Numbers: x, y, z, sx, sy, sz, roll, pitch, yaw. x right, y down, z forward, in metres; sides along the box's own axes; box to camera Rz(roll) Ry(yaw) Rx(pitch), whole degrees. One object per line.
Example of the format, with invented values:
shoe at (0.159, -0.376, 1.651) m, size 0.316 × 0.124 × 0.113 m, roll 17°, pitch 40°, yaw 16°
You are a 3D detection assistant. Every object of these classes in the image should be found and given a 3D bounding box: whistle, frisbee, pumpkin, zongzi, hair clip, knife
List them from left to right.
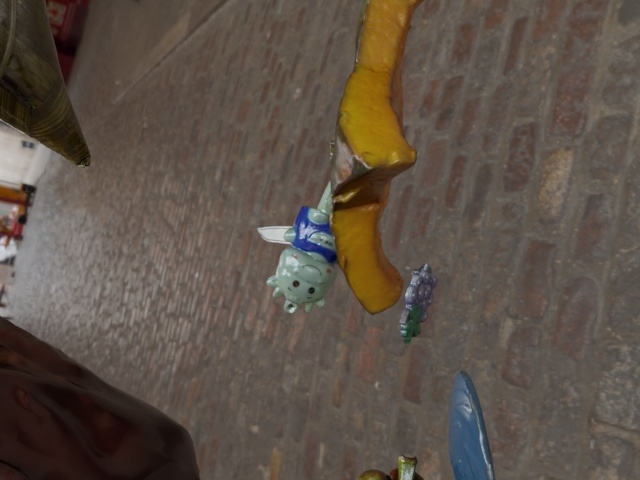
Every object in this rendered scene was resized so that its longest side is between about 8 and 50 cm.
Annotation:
zongzi at (-0.387, -0.271, 0.790) m, size 0.134 × 0.288 × 0.286 m, roll -12°, pitch 56°, yaw 31°
knife at (-0.055, -0.010, 1.474) m, size 0.256 × 0.022 × 0.046 m, roll 7°, pitch 90°, yaw 33°
whistle at (0.000, 0.000, 0.918) m, size 0.245 × 0.110 × 0.092 m, roll -65°, pitch 8°, yaw -2°
pumpkin at (0.061, -0.110, 0.600) m, size 0.258 × 0.095 × 0.290 m, roll 89°, pitch -170°, yaw -59°
hair clip at (0.214, 0.139, 1.363) m, size 0.052 × 0.124 × 0.196 m, roll 2°, pitch 61°, yaw 37°
frisbee at (0.244, 0.367, 1.002) m, size 0.289 × 0.049 × 0.290 m, roll -8°, pitch -90°, yaw -86°

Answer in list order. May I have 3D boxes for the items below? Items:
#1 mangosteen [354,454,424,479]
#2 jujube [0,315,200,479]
mangosteen at (0.165, 0.614, 1.289) m, size 0.275 × 0.274 × 0.303 m, roll 7°, pitch 86°, yaw 60°
jujube at (-0.239, 0.144, 0.330) m, size 0.258 × 0.376 × 0.258 m, roll -50°, pitch 8°, yaw 9°
